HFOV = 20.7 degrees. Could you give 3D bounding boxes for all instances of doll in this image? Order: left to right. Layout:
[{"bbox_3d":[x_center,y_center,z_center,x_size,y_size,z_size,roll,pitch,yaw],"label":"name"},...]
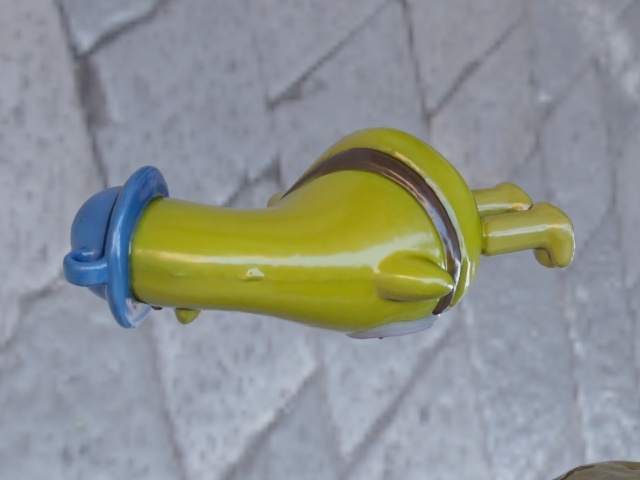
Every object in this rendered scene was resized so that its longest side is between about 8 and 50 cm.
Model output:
[{"bbox_3d":[0.000,0.000,1.195,0.363,0.199,0.145,-6,107,-25],"label":"doll"}]

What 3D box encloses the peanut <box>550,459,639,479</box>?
[{"bbox_3d":[0.142,0.207,0.945,0.143,0.291,0.159,12,61,-50],"label":"peanut"}]
